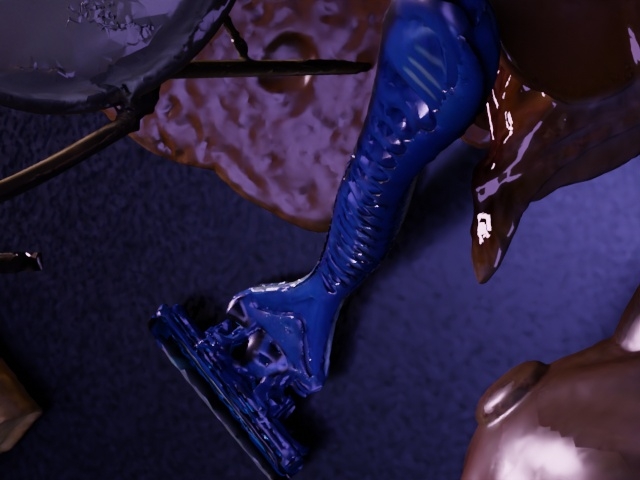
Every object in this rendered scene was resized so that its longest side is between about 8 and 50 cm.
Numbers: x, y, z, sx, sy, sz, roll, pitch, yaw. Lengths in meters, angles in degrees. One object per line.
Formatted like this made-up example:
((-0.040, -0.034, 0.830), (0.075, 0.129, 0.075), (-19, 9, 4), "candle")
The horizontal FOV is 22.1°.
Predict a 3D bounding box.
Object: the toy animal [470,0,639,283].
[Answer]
((0.087, -0.080, 0.562), (0.179, 0.188, 0.089), (46, 161, -3), "toy animal")

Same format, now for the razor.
((0.009, -0.006, 0.600), (0.093, 0.056, 0.324), (48, 151, 10), "razor")

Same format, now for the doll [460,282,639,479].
((0.201, 0.152, 0.545), (0.340, 0.209, 0.318), (20, 77, 19), "doll")

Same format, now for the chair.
((-0.084, -0.098, 0.492), (0.160, 0.326, 0.170), (17, 108, 18), "chair")

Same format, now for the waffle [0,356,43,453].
((-0.274, 0.109, 0.825), (0.274, 0.057, 0.168), (-45, 80, 27), "waffle")

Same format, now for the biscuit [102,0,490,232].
((-0.018, -0.125, 0.660), (0.290, 0.041, 0.208), (30, 111, 13), "biscuit")
